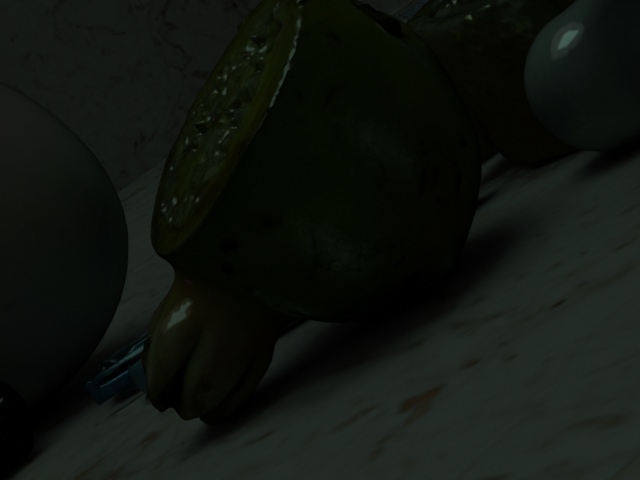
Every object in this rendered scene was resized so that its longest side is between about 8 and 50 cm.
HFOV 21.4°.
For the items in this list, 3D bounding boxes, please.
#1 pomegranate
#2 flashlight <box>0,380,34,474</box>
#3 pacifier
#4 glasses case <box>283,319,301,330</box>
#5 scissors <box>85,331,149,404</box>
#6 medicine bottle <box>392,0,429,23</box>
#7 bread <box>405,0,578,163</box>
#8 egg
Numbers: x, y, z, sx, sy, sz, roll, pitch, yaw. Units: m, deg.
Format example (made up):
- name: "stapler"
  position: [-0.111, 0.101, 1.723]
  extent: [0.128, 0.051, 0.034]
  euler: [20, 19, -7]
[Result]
- name: "pomegranate"
  position: [0.000, -0.013, 0.934]
  extent: [0.190, 0.159, 0.240]
  euler: [-35, 31, 57]
- name: "flashlight"
  position: [-0.292, 0.170, 1.148]
  extent: [0.093, 0.093, 0.232]
  euler: [-27, 8, 38]
- name: "pacifier"
  position: [0.195, -0.146, 0.929]
  extent: [0.233, 0.244, 0.299]
  euler: [-64, 0, 32]
- name: "glasses case"
  position: [0.013, -0.010, 1.081]
  extent: [0.193, 0.074, 0.049]
  euler: [-34, 11, 0]
- name: "scissors"
  position: [0.000, 0.001, 1.213]
  extent: [0.393, 0.032, 0.180]
  euler: [-36, 8, -10]
- name: "medicine bottle"
  position: [0.113, -0.185, 1.614]
  extent: [0.168, 0.105, 0.105]
  euler: [-36, 9, -17]
- name: "bread"
  position: [0.163, -0.154, 1.139]
  extent: [0.186, 0.124, 0.257]
  euler: [-16, 19, 34]
- name: "egg"
  position: [-0.320, 0.011, 1.353]
  extent: [0.340, 0.354, 0.354]
  euler: [-11, 18, 25]
